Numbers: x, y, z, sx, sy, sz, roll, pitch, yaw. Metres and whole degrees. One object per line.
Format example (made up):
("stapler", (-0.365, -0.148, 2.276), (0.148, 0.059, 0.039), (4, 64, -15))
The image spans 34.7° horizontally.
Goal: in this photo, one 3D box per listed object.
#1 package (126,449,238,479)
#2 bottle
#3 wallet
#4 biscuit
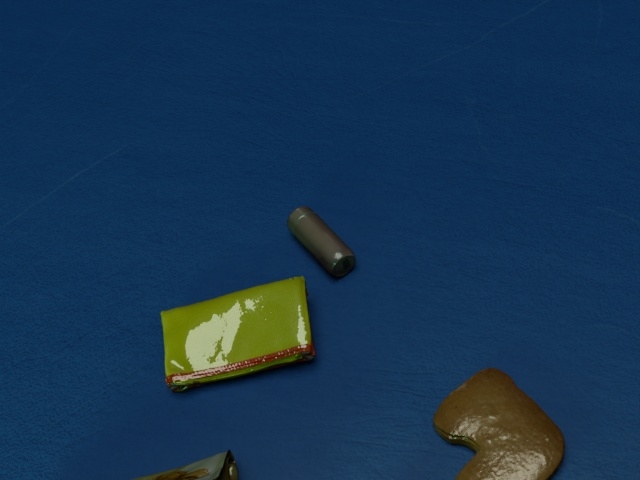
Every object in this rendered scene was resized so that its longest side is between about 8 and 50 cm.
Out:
("package", (-0.257, 0.412, 1.376), (0.311, 0.221, 0.165), (-14, 90, -1))
("bottle", (0.000, 0.000, 1.685), (0.053, 0.053, 0.140), (-33, 53, -14))
("wallet", (-0.127, 0.151, 1.593), (0.241, 0.067, 0.141), (-14, 55, 7))
("biscuit", (0.232, 0.282, 1.426), (0.186, 0.036, 0.192), (-33, 52, -12))
